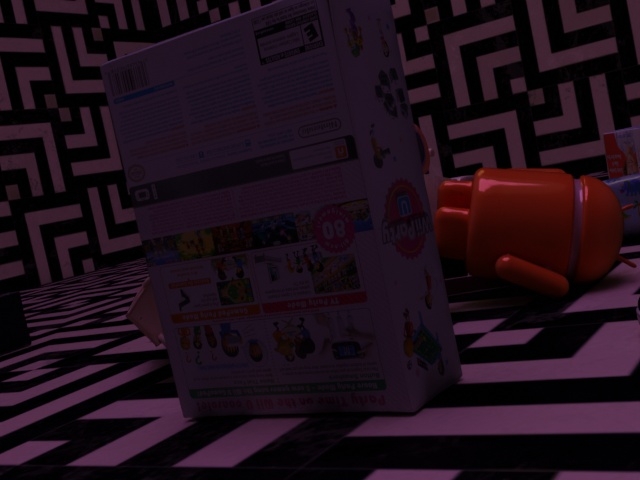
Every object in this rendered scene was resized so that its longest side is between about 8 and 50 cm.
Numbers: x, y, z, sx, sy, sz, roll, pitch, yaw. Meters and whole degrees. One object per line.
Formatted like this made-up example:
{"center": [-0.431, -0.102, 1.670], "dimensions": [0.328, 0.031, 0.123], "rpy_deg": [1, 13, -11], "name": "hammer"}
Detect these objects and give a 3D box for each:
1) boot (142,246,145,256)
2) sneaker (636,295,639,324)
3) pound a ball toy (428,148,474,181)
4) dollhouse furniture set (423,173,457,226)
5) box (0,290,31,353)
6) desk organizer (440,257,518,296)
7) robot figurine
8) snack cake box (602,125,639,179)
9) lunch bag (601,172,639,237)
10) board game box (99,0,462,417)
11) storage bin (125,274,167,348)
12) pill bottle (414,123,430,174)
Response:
{"center": [-0.139, -0.083, 1.824], "dimensions": [0.445, 0.146, 0.367], "rpy_deg": [-36, 1, -29], "name": "boot"}
{"center": [0.295, 0.012, 0.600], "dimensions": [0.079, 0.121, 0.217], "rpy_deg": [-12, 4, -14], "name": "sneaker"}
{"center": [0.171, -0.083, 1.660], "dimensions": [0.135, 0.208, 0.319], "rpy_deg": [-10, 3, -40], "name": "pound a ball toy"}
{"center": [0.041, 0.042, 1.367], "dimensions": [0.286, 0.198, 0.303], "rpy_deg": [9, -29, -3], "name": "dollhouse furniture set"}
{"center": [-0.651, 0.163, 1.448], "dimensions": [0.261, 0.103, 0.184], "rpy_deg": [-9, 2, 31], "name": "box"}
{"center": [0.205, 0.034, 1.064], "dimensions": [0.130, 0.050, 0.047], "rpy_deg": [-10, 4, 19], "name": "desk organizer"}
{"center": [0.238, -0.014, 0.961], "dimensions": [0.219, 0.128, 0.158], "rpy_deg": [5, 10, 10], "name": "robot figurine"}
{"center": [0.601, -0.133, 1.538], "dimensions": [0.089, 0.152, 0.264], "rpy_deg": [-11, 5, -1], "name": "snack cake box"}
{"center": [0.473, -0.051, 1.248], "dimensions": [0.151, 0.096, 0.128], "rpy_deg": [4, -10, -41], "name": "lunch bag"}
{"center": [-0.033, -0.019, 0.684], "dimensions": [0.224, 0.304, 0.097], "rpy_deg": [-8, 5, 33], "name": "board game box"}
{"center": [-0.093, 0.019, 1.017], "dimensions": [0.260, 0.123, 0.262], "rpy_deg": [-44, 8, -5], "name": "storage bin"}
{"center": [0.054, -0.120, 1.412], "dimensions": [0.245, 0.131, 0.130], "rpy_deg": [-14, 2, 33], "name": "pill bottle"}
